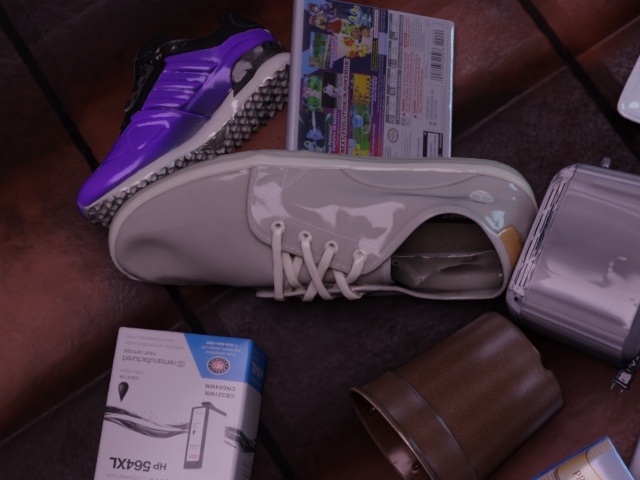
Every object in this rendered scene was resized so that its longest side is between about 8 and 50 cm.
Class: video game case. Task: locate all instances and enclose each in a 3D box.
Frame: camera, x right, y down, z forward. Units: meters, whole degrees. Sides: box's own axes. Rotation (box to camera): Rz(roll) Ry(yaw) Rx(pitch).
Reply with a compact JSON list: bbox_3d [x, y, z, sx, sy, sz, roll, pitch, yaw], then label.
[{"bbox_3d":[0.055,-0.155,1.745,0.183,0.023,0.201,8,75,-17],"label":"video game case"}]

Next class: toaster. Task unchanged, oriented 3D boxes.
[{"bbox_3d":[0.283,0.030,1.647,0.146,0.129,0.227,20,80,17],"label":"toaster"}]

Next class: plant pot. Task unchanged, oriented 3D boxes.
[{"bbox_3d":[0.143,0.167,1.618,0.165,0.167,0.167,-35,73,-11],"label":"plant pot"}]

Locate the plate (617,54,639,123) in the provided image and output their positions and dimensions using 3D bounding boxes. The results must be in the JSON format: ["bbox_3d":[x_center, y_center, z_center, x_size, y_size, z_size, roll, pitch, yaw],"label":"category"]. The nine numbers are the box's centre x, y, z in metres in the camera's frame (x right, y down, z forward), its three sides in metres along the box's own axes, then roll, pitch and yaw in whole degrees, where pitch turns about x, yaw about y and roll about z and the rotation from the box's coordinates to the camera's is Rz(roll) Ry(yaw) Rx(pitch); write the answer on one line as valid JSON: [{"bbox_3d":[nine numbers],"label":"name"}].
[{"bbox_3d":[0.492,-0.200,1.721,0.277,0.045,0.278,22,79,14],"label":"plate"}]

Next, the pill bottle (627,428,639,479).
[{"bbox_3d":[0.449,0.209,1.552,0.283,0.161,0.161,18,78,12],"label":"pill bottle"}]

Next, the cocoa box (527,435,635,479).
[{"bbox_3d":[0.256,0.394,1.491,0.228,0.231,0.347,-30,72,-2],"label":"cocoa box"}]

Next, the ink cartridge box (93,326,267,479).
[{"bbox_3d":[-0.146,0.202,1.679,0.148,0.086,0.203,4,75,9],"label":"ink cartridge box"}]

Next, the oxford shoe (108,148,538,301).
[{"bbox_3d":[0.000,0.000,1.668,0.449,0.169,0.130,-2,46,4],"label":"oxford shoe"}]

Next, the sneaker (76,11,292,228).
[{"bbox_3d":[-0.168,-0.141,1.775,0.293,0.102,0.146,-40,73,-12],"label":"sneaker"}]
